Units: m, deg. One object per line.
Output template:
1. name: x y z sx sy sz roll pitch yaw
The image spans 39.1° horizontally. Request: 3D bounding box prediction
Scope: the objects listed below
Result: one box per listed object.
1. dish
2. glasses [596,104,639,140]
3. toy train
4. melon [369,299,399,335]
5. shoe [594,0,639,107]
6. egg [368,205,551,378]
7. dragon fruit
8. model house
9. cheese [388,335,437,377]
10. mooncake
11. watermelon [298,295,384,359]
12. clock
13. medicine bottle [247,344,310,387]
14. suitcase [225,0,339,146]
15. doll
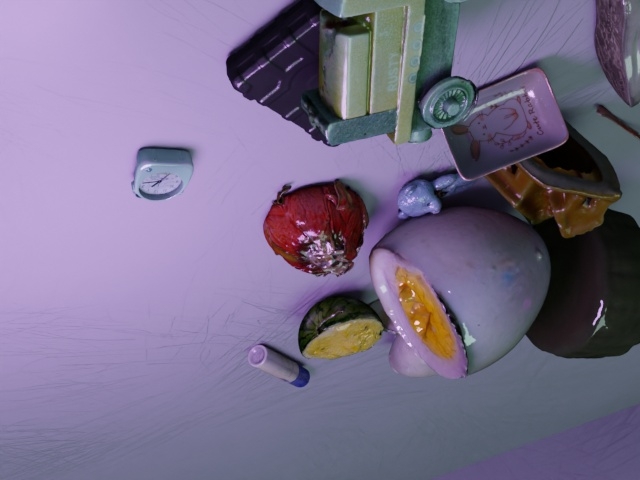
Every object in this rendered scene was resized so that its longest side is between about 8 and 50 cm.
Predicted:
1. dish: 0.336 -0.215 1.678 0.212 0.151 0.077 -22 -176 8
2. glasses: 0.713 -0.292 1.821 0.268 0.118 0.234 26 133 -22
3. toy train: 0.103 -0.304 1.317 0.253 0.160 0.397 -16 134 -19
4. melon: 0.198 0.190 2.255 0.202 0.139 0.093 -8 125 -11
5. shoe: 0.569 -0.371 1.554 0.159 0.124 0.316 -28 147 5
6. egg: 0.330 0.076 1.941 0.340 0.354 0.354 -31 152 -17
7. dragon fruit: 0.002 0.002 1.821 0.218 0.148 0.223 -5 146 -17
8. model house: 0.444 -0.107 1.814 0.173 0.268 0.239 -27 155 -24
9. cheese: 0.284 0.283 2.395 0.198 0.154 0.189 -13 143 -7
10. mooncake: 0.608 0.093 2.065 0.194 0.356 0.356 6 142 -26
11. watermelon: 0.037 0.201 2.169 0.204 0.127 0.232 -35 146 27
12. clock: -0.290 -0.109 1.611 0.101 0.041 0.135 1 145 -28
13. medicine bottle: -0.106 0.333 2.370 0.059 0.059 0.231 -28 146 17
14. suitcase: 0.006 -0.270 1.480 0.206 0.066 0.285 -34 145 24
15. doll: 0.244 -0.092 1.863 0.180 0.075 0.120 -11 151 -9
